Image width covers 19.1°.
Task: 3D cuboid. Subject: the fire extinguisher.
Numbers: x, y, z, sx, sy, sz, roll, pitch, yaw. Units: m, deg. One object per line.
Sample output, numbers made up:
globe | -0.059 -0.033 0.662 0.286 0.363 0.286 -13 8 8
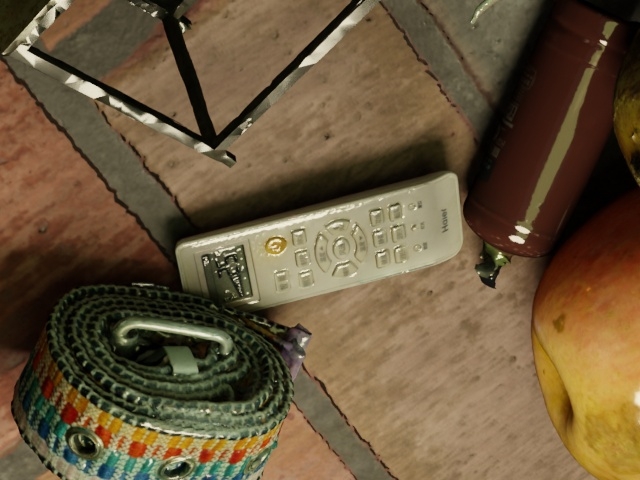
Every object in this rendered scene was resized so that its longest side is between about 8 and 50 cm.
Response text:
fire extinguisher | 0.240 -0.092 2.043 0.114 0.135 0.337 27 104 14

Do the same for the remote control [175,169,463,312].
remote control | 0.000 0.000 2.034 0.313 0.055 0.109 -14 127 -8

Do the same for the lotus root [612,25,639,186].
lotus root | 0.422 -0.186 1.920 0.196 0.179 0.397 42 71 -26

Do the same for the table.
table | -0.093 -0.288 1.696 0.272 0.222 0.335 27 120 -39

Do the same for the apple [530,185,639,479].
apple | 0.393 0.112 2.043 0.364 0.364 0.364 -8 116 -16

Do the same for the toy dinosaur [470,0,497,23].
toy dinosaur | 0.241 -0.322 1.966 0.167 0.053 0.242 18 99 -27

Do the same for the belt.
belt | -0.154 0.151 1.939 0.295 0.207 0.160 14 127 -19
